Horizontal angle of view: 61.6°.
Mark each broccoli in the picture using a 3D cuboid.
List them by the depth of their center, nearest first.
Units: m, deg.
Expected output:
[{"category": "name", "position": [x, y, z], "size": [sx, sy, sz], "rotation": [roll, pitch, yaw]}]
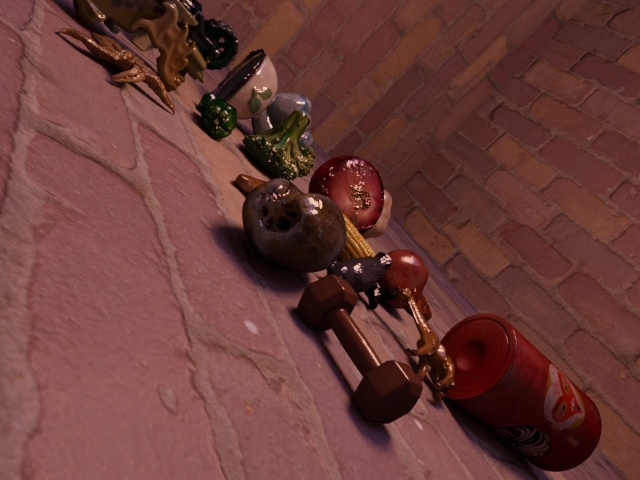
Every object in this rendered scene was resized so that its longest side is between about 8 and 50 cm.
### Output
[{"category": "broccoli", "position": [-0.096, -0.269, 1.482], "size": [0.219, 0.194, 0.194], "rotation": [32, 16, -29]}]

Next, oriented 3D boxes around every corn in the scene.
[{"category": "corn", "position": [0.072, 0.013, 1.343], "size": [0.081, 0.081, 0.248], "rotation": [35, 14, -40]}]

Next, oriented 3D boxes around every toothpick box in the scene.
[{"category": "toothpick box", "position": [0.419, 0.327, 1.147], "size": [0.333, 0.204, 0.204], "rotation": [41, 12, -24]}]

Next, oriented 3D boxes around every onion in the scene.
[{"category": "onion", "position": [0.071, -0.128, 1.532], "size": [0.161, 0.248, 0.248], "rotation": [19, -12, 48]}]

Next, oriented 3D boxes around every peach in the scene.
[{"category": "peach", "position": [0.185, 0.089, 1.349], "size": [0.152, 0.152, 0.152], "rotation": [43, 11, -11]}]

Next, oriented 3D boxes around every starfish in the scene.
[{"category": "starfish", "position": [-0.403, -0.358, 1.092], "size": [0.277, 0.062, 0.236], "rotation": [27, 15, -46]}]

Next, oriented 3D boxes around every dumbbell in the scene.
[{"category": "dumbbell", "position": [0.051, 0.149, 0.767], "size": [0.082, 0.092, 0.231], "rotation": [-4, 42, -34]}]

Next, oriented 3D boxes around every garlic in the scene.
[{"category": "garlic", "position": [0.124, -0.084, 1.728], "size": [0.199, 0.199, 0.226], "rotation": [45, -15, 3]}]

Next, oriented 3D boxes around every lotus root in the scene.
[{"category": "lotus root", "position": [-0.031, -0.010, 0.939], "size": [0.158, 0.140, 0.322], "rotation": [23, -2, 18]}]

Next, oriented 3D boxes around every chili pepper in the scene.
[{"category": "chili pepper", "position": [-0.261, -0.325, 1.383], "size": [0.099, 0.083, 0.253], "rotation": [29, 13, -24]}]

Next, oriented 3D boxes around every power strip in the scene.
[{"category": "power strip", "position": [-0.479, -0.618, 1.581], "size": [0.043, 0.106, 0.367], "rotation": [37, 14, -19]}]

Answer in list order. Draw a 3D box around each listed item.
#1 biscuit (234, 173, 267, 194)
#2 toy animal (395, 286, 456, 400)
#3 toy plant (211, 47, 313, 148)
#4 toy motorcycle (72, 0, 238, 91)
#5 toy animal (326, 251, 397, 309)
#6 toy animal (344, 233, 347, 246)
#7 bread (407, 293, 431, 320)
[{"category": "biscuit", "position": [-0.075, -0.081, 1.173], "size": [0.228, 0.031, 0.176], "rotation": [30, 10, -1]}, {"category": "toy animal", "position": [0.212, 0.204, 1.093], "size": [0.149, 0.054, 0.275], "rotation": [37, 29, -18]}, {"category": "toy plant", "position": [-0.153, -0.399, 1.688], "size": [0.332, 0.247, 0.247], "rotation": [44, 10, -28]}, {"category": "toy motorcycle", "position": [-0.385, -0.515, 1.237], "size": [0.410, 0.237, 0.169], "rotation": [37, 28, -45]}, {"category": "toy animal", "position": [0.092, 0.071, 1.122], "size": [0.121, 0.117, 0.210], "rotation": [56, 12, 21]}, {"category": "toy animal", "position": [0.004, 0.008, 1.202], "size": [0.079, 0.070, 0.253], "rotation": [12, 14, 20]}, {"category": "bread", "position": [0.260, 0.153, 1.568], "size": [0.193, 0.064, 0.193], "rotation": [46, 10, -11]}]
